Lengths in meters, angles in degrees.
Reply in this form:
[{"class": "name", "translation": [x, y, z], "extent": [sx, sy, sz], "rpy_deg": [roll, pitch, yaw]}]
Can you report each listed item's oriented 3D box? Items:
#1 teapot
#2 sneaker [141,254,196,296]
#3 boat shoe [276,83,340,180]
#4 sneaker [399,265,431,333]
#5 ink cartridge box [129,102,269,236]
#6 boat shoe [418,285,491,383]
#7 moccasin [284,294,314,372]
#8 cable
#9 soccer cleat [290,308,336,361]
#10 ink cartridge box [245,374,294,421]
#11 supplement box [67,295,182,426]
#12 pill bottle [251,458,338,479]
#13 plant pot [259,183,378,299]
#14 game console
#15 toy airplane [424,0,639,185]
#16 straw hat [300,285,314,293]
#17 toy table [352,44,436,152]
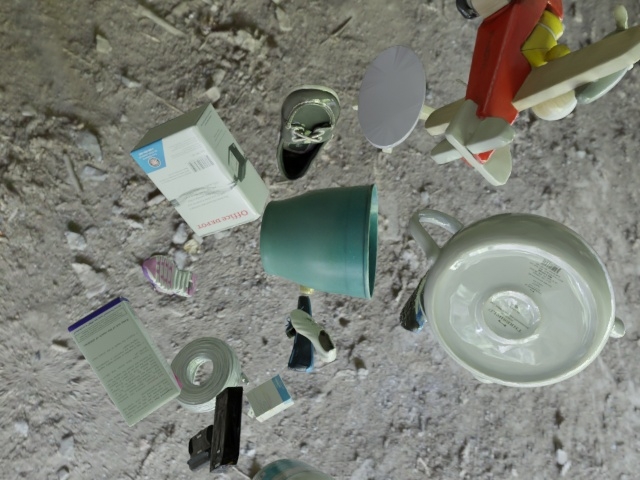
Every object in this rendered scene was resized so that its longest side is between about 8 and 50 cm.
[{"class": "teapot", "translation": [0.272, 0.063, 0.722], "extent": [0.187, 0.253, 0.255], "rpy_deg": [-41, 115, -59]}, {"class": "sneaker", "translation": [-0.468, 0.112, 1.519], "extent": [0.105, 0.236, 0.095], "rpy_deg": [0, 70, 16]}, {"class": "boat shoe", "translation": [-0.029, -0.199, 1.003], "extent": [0.112, 0.335, 0.095], "rpy_deg": [2, 82, -10]}, {"class": "sneaker", "translation": [0.349, 0.184, 1.549], "extent": [0.147, 0.129, 0.330], "rpy_deg": [34, 36, 13]}, {"class": "ink cartridge box", "translation": [-0.317, -0.182, 1.392], "extent": [0.307, 0.223, 0.129], "rpy_deg": [57, 30, -33]}, {"class": "boat shoe", "translation": [0.356, 0.210, 1.284], "extent": [0.114, 0.091, 0.302], "rpy_deg": [-29, 55, -15]}, {"class": "moccasin", "translation": [-0.089, 0.364, 2.068], "extent": [0.117, 0.137, 0.341], "rpy_deg": [-2, 45, -2]}, {"class": "cable", "translation": [-0.403, 0.463, 1.774], "extent": [0.257, 0.089, 0.257], "rpy_deg": [-32, 54, -3]}, {"class": "soccer cleat", "translation": [-0.017, 0.263, 1.475], "extent": [0.068, 0.076, 0.196], "rpy_deg": [-23, 57, -32]}, {"class": "ink cartridge box", "translation": [-0.172, 0.515, 1.653], "extent": [0.143, 0.092, 0.089], "rpy_deg": [-27, 63, -10]}, {"class": "supplement box", "translation": [-0.376, 0.232, 1.003], "extent": [0.114, 0.111, 0.220], "rpy_deg": [-34, 89, -16]}, {"class": "pill bottle", "translation": [-0.029, 0.425, 0.784], "extent": [0.146, 0.264, 0.146], "rpy_deg": [4, 73, -15]}, {"class": "plant pot", "translation": [0.000, 0.000, 1.216], "extent": [0.256, 0.271, 0.271], "rpy_deg": [1, 73, 10]}, {"class": "game console", "translation": [-0.314, 0.573, 1.490], "extent": [0.044, 0.361, 0.213], "rpy_deg": [18, 51, -26]}, {"class": "toy airplane", "translation": [0.366, -0.278, 0.943], "extent": [0.273, 0.384, 0.386], "rpy_deg": [17, 35, -25]}, {"class": "straw hat", "translation": [-0.051, 0.179, 2.018], "extent": [0.145, 0.144, 0.061], "rpy_deg": [17, 107, -25]}, {"class": "toy table", "translation": [0.201, -0.381, 1.434], "extent": [0.252, 0.161, 0.274], "rpy_deg": [23, 92, 12]}]
